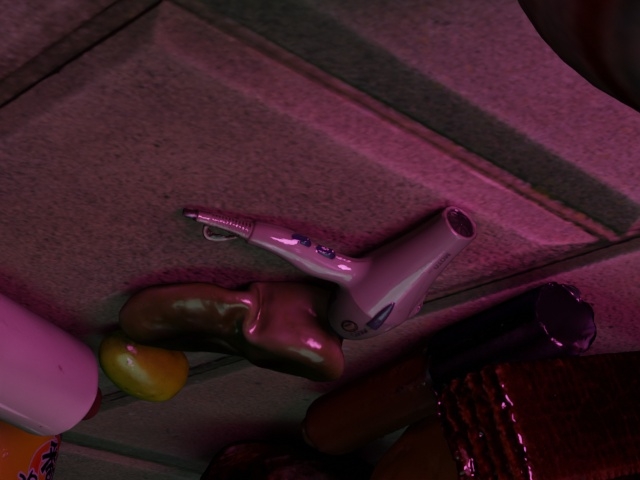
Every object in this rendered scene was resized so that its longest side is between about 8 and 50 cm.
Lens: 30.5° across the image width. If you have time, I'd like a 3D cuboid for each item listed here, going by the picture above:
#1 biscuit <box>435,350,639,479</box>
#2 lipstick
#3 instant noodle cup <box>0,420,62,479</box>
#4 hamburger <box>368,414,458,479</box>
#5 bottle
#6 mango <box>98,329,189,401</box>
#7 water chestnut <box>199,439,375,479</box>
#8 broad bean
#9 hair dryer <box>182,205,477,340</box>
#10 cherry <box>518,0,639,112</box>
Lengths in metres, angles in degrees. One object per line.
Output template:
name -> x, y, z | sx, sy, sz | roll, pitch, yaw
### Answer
biscuit -> 0.253, 0.154, 1.003 | 0.388, 0.107, 0.073 | 1, 155, -43
lipstick -> 0.101, 0.137, 1.139 | 0.077, 0.077, 0.418 | 15, 151, -27
instant noodle cup -> -0.421, 0.278, 1.346 | 0.265, 0.200, 0.264 | 0, 156, 0
hamburger -> 0.194, 0.273, 1.164 | 0.319, 0.318, 0.158 | -14, 155, 32
bottle -> -0.282, 0.117, 1.093 | 0.104, 0.104, 0.245 | -8, 153, 20
mango -> -0.177, 0.122, 1.159 | 0.073, 0.056, 0.108 | -13, 140, 21
water chestnut -> -0.041, 0.426, 1.492 | 0.335, 0.346, 0.335 | -6, 150, -3
broad bean -> -0.071, 0.076, 1.047 | 0.207, 0.072, 0.153 | 7, 156, 17
hair dryer -> 0.019, -0.004, 0.892 | 0.167, 0.067, 0.199 | -30, 127, 35
cherry -> 0.160, -0.141, 0.360 | 0.286, 0.212, 0.236 | -17, 180, -14
